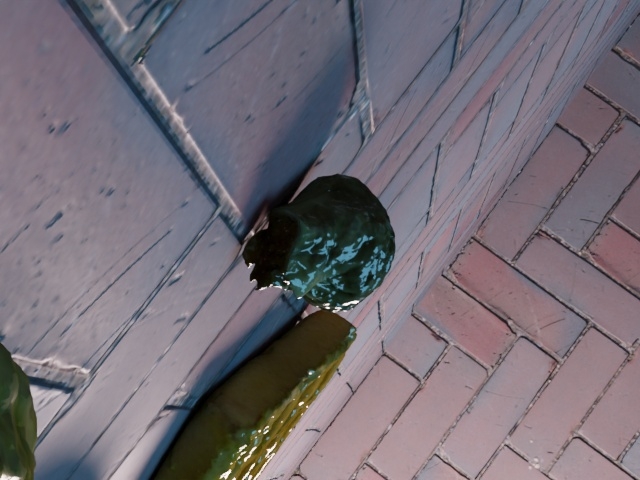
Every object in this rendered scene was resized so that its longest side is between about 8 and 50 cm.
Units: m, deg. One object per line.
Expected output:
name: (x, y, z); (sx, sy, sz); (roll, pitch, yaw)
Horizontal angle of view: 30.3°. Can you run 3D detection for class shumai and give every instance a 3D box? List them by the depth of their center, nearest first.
shumai: (0.000, 0.000, 0.687); (0.080, 0.082, 0.083); (7, 96, -79)

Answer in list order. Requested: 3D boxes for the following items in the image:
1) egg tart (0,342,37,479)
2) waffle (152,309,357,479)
egg tart: (-0.158, 0.155, 0.323); (0.290, 0.115, 0.290); (-50, 170, -12)
waffle: (-0.078, 0.183, 1.044); (0.221, 0.055, 0.248); (-58, 170, 26)
